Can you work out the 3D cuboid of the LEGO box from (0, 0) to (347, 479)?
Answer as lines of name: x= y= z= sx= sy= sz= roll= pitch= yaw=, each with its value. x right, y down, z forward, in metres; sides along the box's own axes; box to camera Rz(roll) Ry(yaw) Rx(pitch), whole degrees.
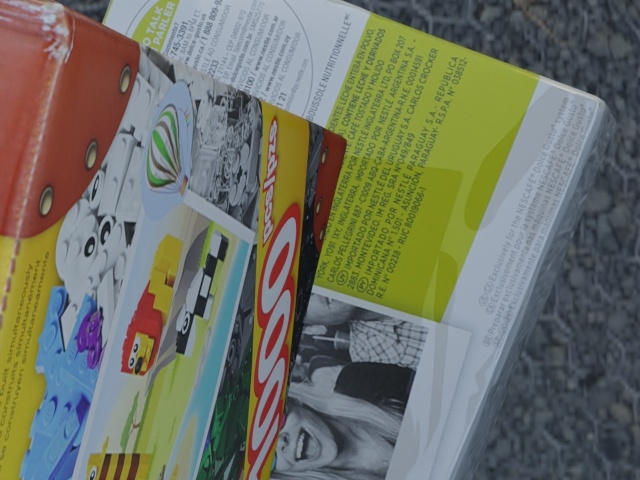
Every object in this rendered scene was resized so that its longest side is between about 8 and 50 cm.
LEGO box: x=-0.166 y=0.167 z=0.553 sx=0.193 sy=0.372 sz=0.500 roll=13 pitch=92 yaw=12

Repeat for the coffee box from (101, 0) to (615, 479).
coffee box: x=0.000 y=0.000 z=1.103 sx=0.334 sy=0.337 sz=0.338 roll=22 pitch=96 yaw=11
